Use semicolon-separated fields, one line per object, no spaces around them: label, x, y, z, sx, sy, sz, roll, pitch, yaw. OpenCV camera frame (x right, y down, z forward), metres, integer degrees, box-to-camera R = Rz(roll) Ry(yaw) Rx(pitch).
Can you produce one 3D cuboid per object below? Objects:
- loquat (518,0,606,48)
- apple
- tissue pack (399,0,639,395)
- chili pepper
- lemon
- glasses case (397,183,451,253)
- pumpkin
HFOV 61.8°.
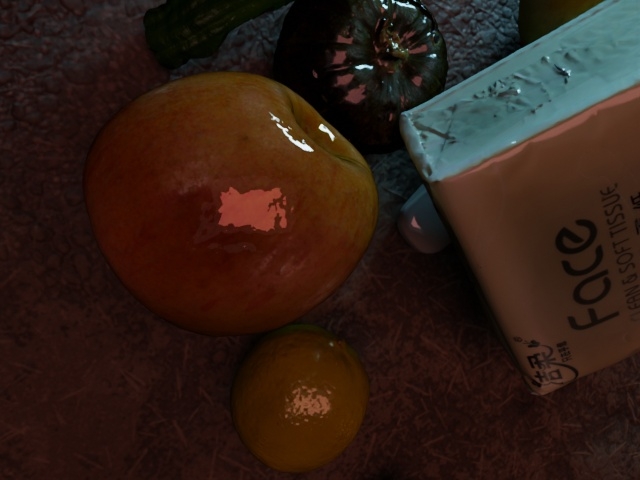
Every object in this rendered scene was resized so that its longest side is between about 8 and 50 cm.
loquat;0.387;-0.302;0.754;0.244;0.244;0.243;-1;95;-15
apple;-0.089;-0.045;0.598;0.275;0.299;0.299;-31;103;14
tissue pack;0.331;-0.038;0.670;0.332;0.205;0.404;-27;123;11
chili pepper;-0.106;-0.276;0.629;0.254;0.099;0.083;-13;121;23
lemon;-0.031;0.208;0.705;0.178;0.178;0.203;34;98;-16
glasses case;0.213;-0.078;0.806;0.233;0.059;0.092;-45;103;-7
pumpkin;0.055;-0.226;0.698;0.238;0.159;0.237;0;90;-16
